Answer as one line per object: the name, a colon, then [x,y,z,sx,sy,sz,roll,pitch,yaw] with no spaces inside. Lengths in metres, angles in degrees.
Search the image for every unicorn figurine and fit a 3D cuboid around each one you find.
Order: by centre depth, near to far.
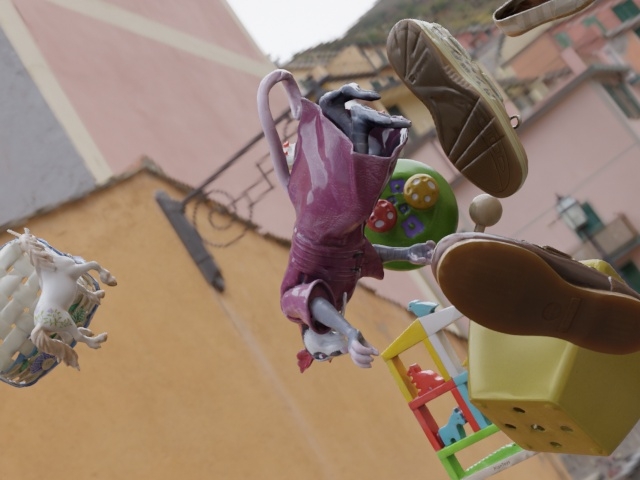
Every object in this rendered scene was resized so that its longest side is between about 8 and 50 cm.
unicorn figurine: [-0.283,0.053,1.057,0.111,0.162,0.060,26,-52,-35]

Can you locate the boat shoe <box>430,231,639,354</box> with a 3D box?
boat shoe: [0.175,0.040,0.793,0.207,0.073,0.073,21,-72,-22]

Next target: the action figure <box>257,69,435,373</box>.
action figure: [0.000,0.000,1.212,0.248,0.275,0.370,-34,-39,-64]

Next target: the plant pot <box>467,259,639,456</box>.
plant pot: [0.316,0.169,1.292,0.212,0.212,0.187,-8,47,49]

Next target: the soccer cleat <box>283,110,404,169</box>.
soccer cleat: [0.028,-0.128,1.425,0.196,0.076,0.068,-16,27,9]

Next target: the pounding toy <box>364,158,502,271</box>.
pounding toy: [0.150,-0.039,1.495,0.110,0.236,0.183,67,-133,-78]

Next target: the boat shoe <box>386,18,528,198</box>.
boat shoe: [0.199,-0.186,1.295,0.089,0.285,0.104,-16,-21,-41]

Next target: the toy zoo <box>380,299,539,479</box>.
toy zoo: [0.218,0.222,1.508,0.192,0.293,0.030,-36,-12,31]

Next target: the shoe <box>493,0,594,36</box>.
shoe: [0.395,-0.418,1.653,0.219,0.077,0.058,-26,-32,32]

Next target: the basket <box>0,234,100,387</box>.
basket: [-0.495,0.123,1.613,0.255,0.201,0.289,-52,4,-7]
